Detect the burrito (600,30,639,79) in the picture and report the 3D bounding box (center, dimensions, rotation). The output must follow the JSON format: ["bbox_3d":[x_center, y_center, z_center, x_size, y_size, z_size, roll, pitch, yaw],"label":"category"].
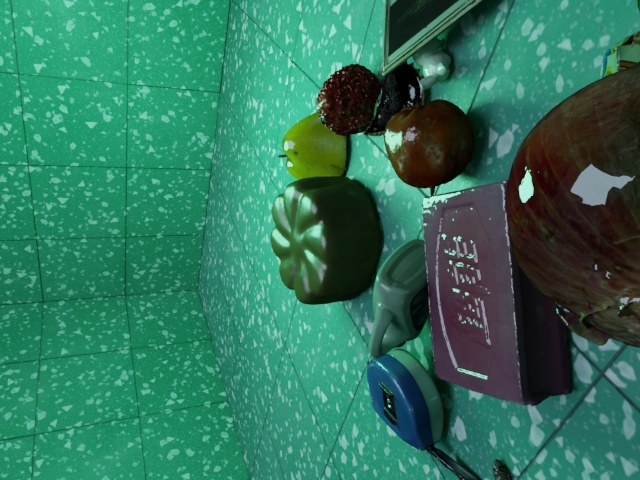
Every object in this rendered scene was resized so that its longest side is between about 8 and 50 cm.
[{"bbox_3d":[0.407,-0.147,0.717,0.104,0.054,0.288,-72,-12,-79],"label":"burrito"}]

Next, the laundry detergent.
[{"bbox_3d":[0.173,0.153,1.085,0.105,0.215,0.281,28,133,24],"label":"laundry detergent"}]

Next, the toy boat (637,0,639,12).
[{"bbox_3d":[0.452,-0.257,0.588,0.089,0.088,0.229,115,144,-44],"label":"toy boat"}]

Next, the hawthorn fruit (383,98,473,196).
[{"bbox_3d":[0.220,-0.179,1.006,0.179,0.179,0.200,-149,47,-61],"label":"hawthorn fruit"}]

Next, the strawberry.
[{"bbox_3d":[0.064,-0.361,1.300,0.186,0.201,0.184,-15,96,46],"label":"strawberry"}]

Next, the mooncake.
[{"bbox_3d":[0.000,0.000,1.440,0.378,0.200,0.379,21,114,61],"label":"mooncake"}]

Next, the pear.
[{"bbox_3d":[-0.034,-0.284,1.534,0.267,0.178,0.267,13,105,60],"label":"pear"}]

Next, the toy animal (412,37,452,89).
[{"bbox_3d":[0.241,-0.377,1.055,0.071,0.085,0.124,-41,59,38],"label":"toy animal"}]

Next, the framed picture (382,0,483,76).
[{"bbox_3d":[0.224,-0.506,1.027,0.293,0.018,0.231,-24,56,53],"label":"framed picture"}]

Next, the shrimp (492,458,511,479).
[{"bbox_3d":[0.350,0.466,0.942,0.038,0.029,0.092,-14,85,56],"label":"shrimp"}]

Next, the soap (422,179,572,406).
[{"bbox_3d":[0.307,0.080,0.887,0.233,0.128,0.360,173,93,-64],"label":"soap"}]

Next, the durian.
[{"bbox_3d":[0.191,-0.321,1.170,0.108,0.119,0.187,-40,-31,-74],"label":"durian"}]

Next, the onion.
[{"bbox_3d":[0.378,-0.020,0.512,0.353,0.353,0.354,178,90,-65],"label":"onion"}]

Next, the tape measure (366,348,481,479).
[{"bbox_3d":[0.221,0.385,1.095,0.351,0.097,0.215,29,136,57],"label":"tape measure"}]
